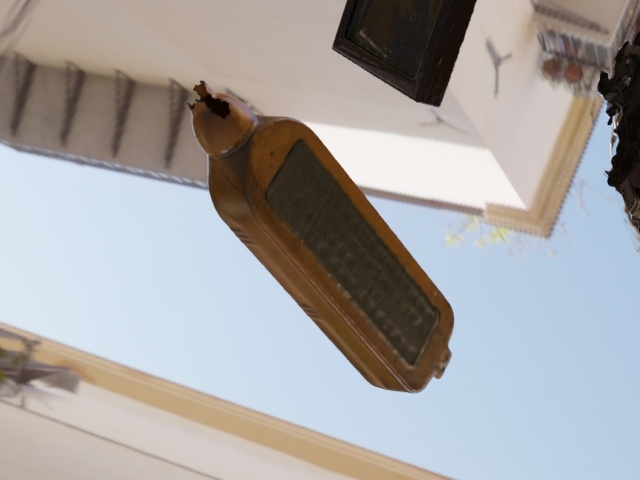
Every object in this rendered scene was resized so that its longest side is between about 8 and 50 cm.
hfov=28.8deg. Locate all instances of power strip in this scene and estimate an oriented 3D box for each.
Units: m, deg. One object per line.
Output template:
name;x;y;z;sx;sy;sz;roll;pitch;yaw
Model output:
power strip;0.000;0.000;0.523;0.028;0.178;0.049;-2;-132;44

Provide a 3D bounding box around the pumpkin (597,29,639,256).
pumpkin;0.299;-0.081;0.674;0.320;0.320;0.192;-48;-125;4

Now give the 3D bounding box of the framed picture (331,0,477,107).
framed picture;0.067;-0.186;0.964;0.168;0.023;0.128;45;-59;59
